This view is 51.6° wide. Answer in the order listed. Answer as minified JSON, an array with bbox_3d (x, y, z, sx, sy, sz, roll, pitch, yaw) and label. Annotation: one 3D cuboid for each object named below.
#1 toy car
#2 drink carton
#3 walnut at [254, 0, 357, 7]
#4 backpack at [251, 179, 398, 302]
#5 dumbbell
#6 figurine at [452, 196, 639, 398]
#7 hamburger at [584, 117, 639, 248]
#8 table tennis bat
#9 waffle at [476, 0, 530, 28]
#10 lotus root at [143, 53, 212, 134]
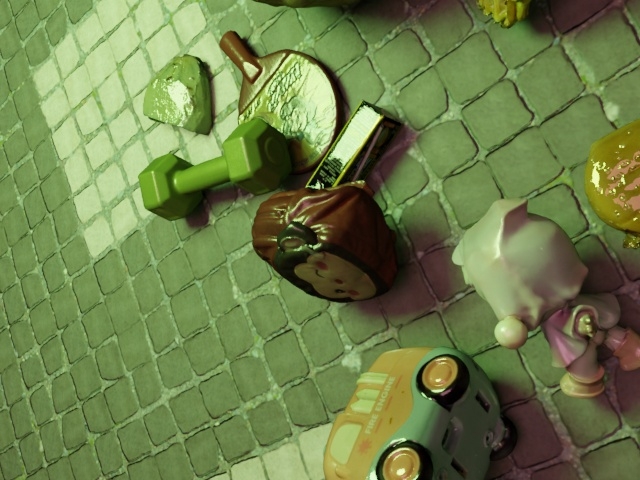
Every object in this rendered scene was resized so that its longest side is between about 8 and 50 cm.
[{"bbox_3d":[0.113,0.269,0.883,0.213,0.180,0.270,-1,50,44],"label":"toy car"},{"bbox_3d":[0.053,-0.131,1.032,0.056,0.071,0.165,45,112,29],"label":"drink carton"},{"bbox_3d":[-0.029,-0.510,0.931,0.382,0.381,0.380,-2,87,32],"label":"walnut"},{"bbox_3d":[-0.001,0.002,0.986,0.229,0.229,0.138,2,60,33],"label":"backpack"},{"bbox_3d":[-0.187,-0.116,1.143,0.302,0.121,0.108,-12,61,37],"label":"dumbbell"},{"bbox_3d":[0.282,0.070,0.816,0.276,0.200,0.133,47,132,-5],"label":"figurine"},{"bbox_3d":[0.396,-0.072,0.805,0.138,0.083,0.147,-32,68,32],"label":"hamburger"},{"bbox_3d":[-0.078,-0.248,1.144,0.200,0.038,0.310,-47,69,23],"label":"table tennis bat"},{"bbox_3d":[0.234,-0.407,0.859,0.059,0.243,0.237,-14,70,-7],"label":"waffle"},{"bbox_3d":[-0.271,-0.279,1.244,0.143,0.070,0.144,11,93,32],"label":"lotus root"}]
